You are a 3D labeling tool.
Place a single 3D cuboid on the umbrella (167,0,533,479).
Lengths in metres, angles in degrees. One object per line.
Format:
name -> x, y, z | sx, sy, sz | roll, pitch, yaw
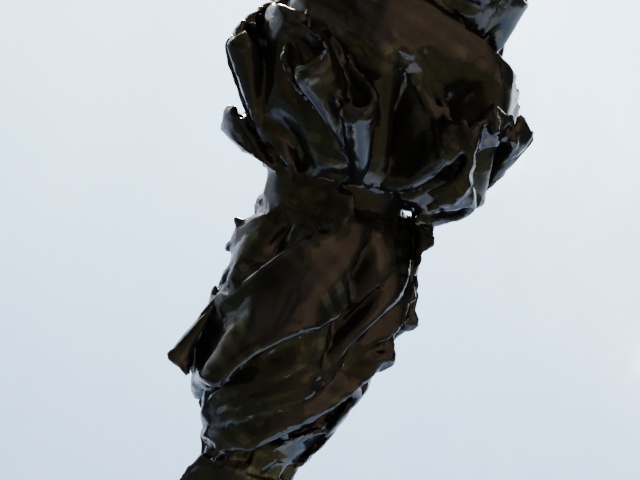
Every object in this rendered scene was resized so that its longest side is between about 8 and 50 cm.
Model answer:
umbrella -> -0.010, -0.007, 0.940 | 0.154, 0.336, 0.128 | 30, 180, -9
